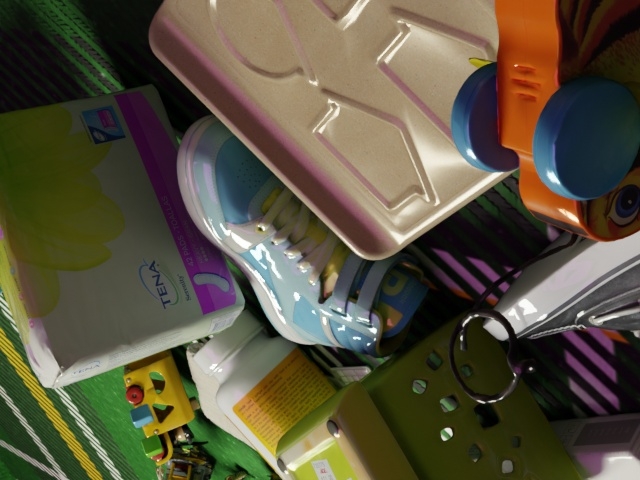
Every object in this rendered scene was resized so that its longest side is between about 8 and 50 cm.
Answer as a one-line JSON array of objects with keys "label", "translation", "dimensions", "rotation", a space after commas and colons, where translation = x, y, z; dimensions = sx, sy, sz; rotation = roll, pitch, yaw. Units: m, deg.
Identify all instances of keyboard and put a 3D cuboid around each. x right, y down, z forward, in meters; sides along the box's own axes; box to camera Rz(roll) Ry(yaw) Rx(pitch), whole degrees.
[{"label": "keyboard", "translation": [0.103, 0.265, 1.240], "dimensions": [0.072, 0.014, 0.256], "rotation": [-6, 124, 50]}]

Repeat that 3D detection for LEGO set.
[{"label": "LEGO set", "translation": [-0.194, 0.463, 1.693], "dimensions": [0.255, 0.192, 0.331], "rotation": [6, 145, 1]}]

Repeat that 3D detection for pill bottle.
[{"label": "pill bottle", "translation": [-0.053, 0.215, 1.225], "dimensions": [0.245, 0.136, 0.136], "rotation": [47, 148, 3]}]

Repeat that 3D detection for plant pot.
[{"label": "plant pot", "translation": [0.097, 0.238, 0.967], "dimensions": [0.227, 0.207, 0.228], "rotation": [60, 144, 13]}]

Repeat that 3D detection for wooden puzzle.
[{"label": "wooden puzzle", "translation": [0.038, -0.170, 0.750], "dimensions": [0.322, 0.080, 0.348], "rotation": [44, 143, -4]}]

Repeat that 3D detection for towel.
[{"label": "towel", "translation": [-0.087, 0.272, 1.421], "dimensions": [0.282, 0.049, 0.187], "rotation": [26, 143, 26]}]

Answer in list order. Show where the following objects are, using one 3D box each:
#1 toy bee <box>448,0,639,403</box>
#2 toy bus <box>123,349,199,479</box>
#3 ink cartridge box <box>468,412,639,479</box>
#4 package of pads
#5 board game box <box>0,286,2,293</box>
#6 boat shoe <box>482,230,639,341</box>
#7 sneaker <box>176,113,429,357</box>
[{"label": "toy bee", "translation": [0.163, -0.068, 0.579], "dimensions": [0.195, 0.162, 0.298], "rotation": [52, 138, 40]}, {"label": "toy bus", "translation": [-0.256, 0.282, 1.515], "dimensions": [0.202, 0.104, 0.191], "rotation": [83, 162, -51]}, {"label": "ink cartridge box", "translation": [0.318, 0.314, 1.018], "dimensions": [0.261, 0.066, 0.296], "rotation": [50, 147, -11]}, {"label": "package of pads", "translation": [-0.243, -0.010, 0.993], "dimensions": [0.101, 0.229, 0.296], "rotation": [-41, 70, 57]}, {"label": "board game box", "translation": [-0.428, -0.004, 1.268], "dimensions": [0.079, 0.254, 0.336], "rotation": [50, 147, -14]}, {"label": "boat shoe", "translation": [0.247, 0.030, 0.735], "dimensions": [0.102, 0.108, 0.301], "rotation": [44, 141, 0]}, {"label": "sneaker", "translation": [0.000, 0.000, 0.941], "dimensions": [0.208, 0.127, 0.319], "rotation": [11, 146, 43]}]
